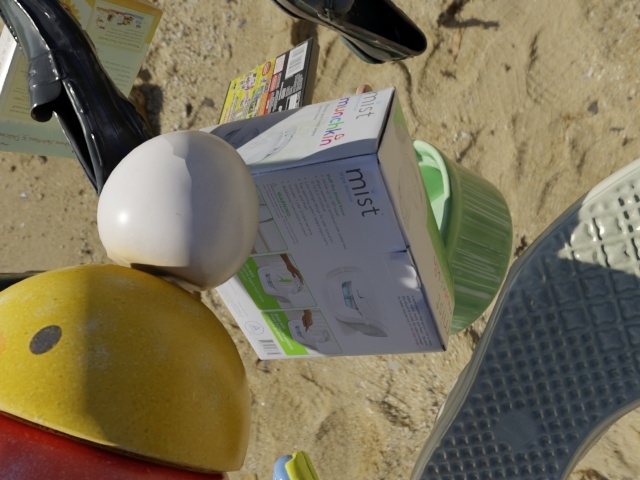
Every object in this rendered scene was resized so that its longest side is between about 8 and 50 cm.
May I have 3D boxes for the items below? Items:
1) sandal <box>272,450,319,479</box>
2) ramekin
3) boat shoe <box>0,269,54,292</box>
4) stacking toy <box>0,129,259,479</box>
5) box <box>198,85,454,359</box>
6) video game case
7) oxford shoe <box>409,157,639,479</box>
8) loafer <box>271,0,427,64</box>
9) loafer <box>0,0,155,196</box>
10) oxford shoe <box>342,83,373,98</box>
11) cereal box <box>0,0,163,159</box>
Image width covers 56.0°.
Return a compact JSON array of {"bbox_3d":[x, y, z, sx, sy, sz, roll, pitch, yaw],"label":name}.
[{"bbox_3d":[-0.053,0.468,1.000,0.138,0.317,0.126,-14,42,-14],"label":"sandal"},{"bbox_3d":[0.156,0.008,0.952,0.148,0.303,0.303,18,76,-25],"label":"ramekin"},{"bbox_3d":[-0.363,0.089,0.800,0.324,0.120,0.123,7,92,-15],"label":"boat shoe"},{"bbox_3d":[-0.166,0.138,0.407,0.350,0.350,0.480,11,71,18],"label":"stacking toy"},{"bbox_3d":[0.000,0.000,0.642,0.231,0.262,0.127,-8,38,23],"label":"box"},{"bbox_3d":[-0.121,-0.302,1.317,0.248,0.035,0.275,-19,46,29],"label":"video game case"},{"bbox_3d":[0.227,0.109,0.564,0.169,0.130,0.449,34,108,16],"label":"oxford shoe"},{"bbox_3d":[0.032,-0.286,0.700,0.084,0.267,0.096,20,93,42],"label":"loafer"},{"bbox_3d":[-0.239,-0.143,0.562,0.078,0.076,0.223,-37,94,-33],"label":"loafer"},{"bbox_3d":[0.021,-0.114,1.175,0.146,0.140,0.397,16,121,12],"label":"oxford shoe"},{"bbox_3d":[-0.326,-0.220,0.779,0.047,0.173,0.240,42,112,27],"label":"cereal box"}]
